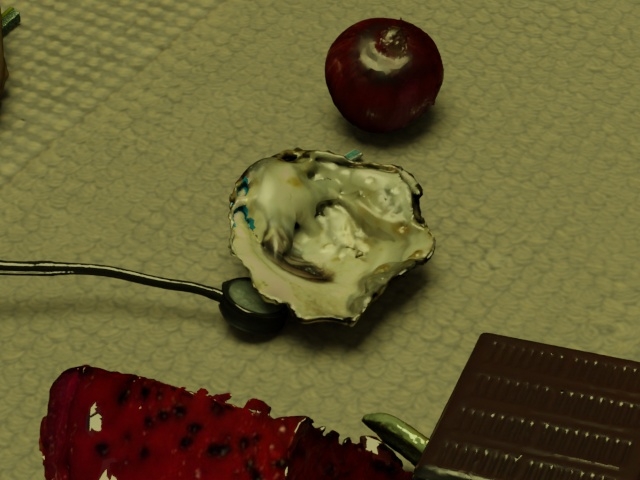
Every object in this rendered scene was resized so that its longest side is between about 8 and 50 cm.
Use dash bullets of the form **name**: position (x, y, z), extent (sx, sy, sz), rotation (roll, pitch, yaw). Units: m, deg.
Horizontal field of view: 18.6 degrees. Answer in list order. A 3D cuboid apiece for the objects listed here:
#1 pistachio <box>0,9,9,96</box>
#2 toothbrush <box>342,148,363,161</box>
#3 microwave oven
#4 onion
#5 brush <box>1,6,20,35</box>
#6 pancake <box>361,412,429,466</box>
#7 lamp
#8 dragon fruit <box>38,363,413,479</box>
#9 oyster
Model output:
- **pistachio**: position (-0.451, -0.233, 2.170), extent (0.213, 0.162, 0.260), rotation (0, 42, -25)
- **toothbrush**: position (-0.019, -0.055, 2.032), extent (0.162, 0.014, 0.017), rotation (-32, 28, -27)
- **microwave oven**: position (0.182, 0.226, 1.507), extent (0.178, 0.247, 0.188), rotation (8, 41, 20)
- **onion**: position (0.068, -0.179, 2.082), extent (0.131, 0.131, 0.131), rotation (-3, 41, 3)
- **brush**: position (-0.384, -0.243, 2.288), extent (0.021, 0.018, 0.083), rotation (33, 54, 23)
- **pancake**: position (0.084, 0.183, 1.657), extent (0.116, 0.129, 0.022), rotation (38, 82, 13)
- **lamp**: position (-0.220, 0.058, 1.904), extent (0.371, 0.108, 0.130), rotation (9, 28, -5)
- **dragon fruit**: position (-0.085, 0.185, 1.592), extent (0.330, 0.240, 0.302), rotation (34, 32, 29)
- **oyster**: position (0.000, 0.000, 1.905), extent (0.214, 0.083, 0.223), rotation (20, 48, 23)
